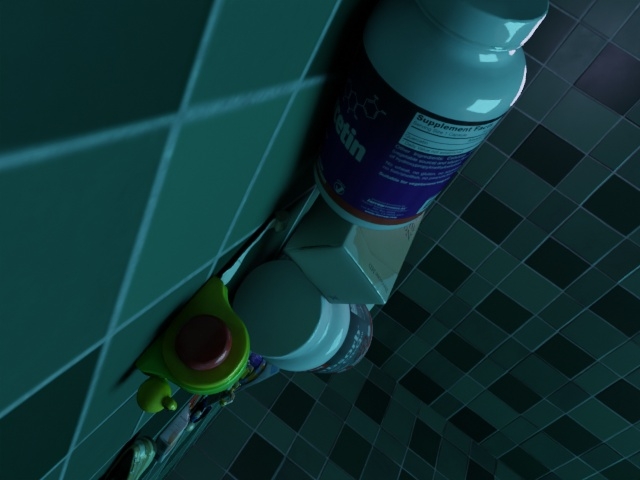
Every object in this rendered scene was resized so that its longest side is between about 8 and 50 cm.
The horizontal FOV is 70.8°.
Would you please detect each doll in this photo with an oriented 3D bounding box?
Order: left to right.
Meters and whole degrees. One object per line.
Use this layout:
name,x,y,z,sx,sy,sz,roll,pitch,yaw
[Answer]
doll,-0.375,0.537,1.462,0.189,0.046,0.129,-53,173,-10

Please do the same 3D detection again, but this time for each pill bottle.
pill bottle,-0.025,0.166,0.935,0.210,0.210,0.363,-53,156,-3
pill bottle,0.112,-0.161,0.543,0.181,0.181,0.323,-50,173,-33

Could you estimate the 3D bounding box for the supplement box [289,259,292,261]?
supplement box,-0.044,0.030,1.153,0.062,0.036,0.098,-49,173,-35

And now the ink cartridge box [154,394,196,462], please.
ink cartridge box,-0.388,0.516,1.261,0.179,0.045,0.145,-43,169,-49

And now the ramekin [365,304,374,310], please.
ramekin,0.046,0.160,1.416,0.303,0.148,0.303,-24,141,-21

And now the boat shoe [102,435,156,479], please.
boat shoe,-0.394,0.466,0.863,0.190,0.068,0.072,-63,162,-2

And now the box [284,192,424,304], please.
box,0.085,-0.054,0.771,0.121,0.148,0.311,-6,-136,42

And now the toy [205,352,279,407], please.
toy,-0.215,0.338,1.205,0.237,0.056,0.137,-32,-156,16

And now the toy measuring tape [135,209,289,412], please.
toy measuring tape,-0.115,0.102,0.626,0.330,0.121,0.121,-51,174,-27

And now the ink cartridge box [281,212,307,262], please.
ink cartridge box,0.000,0.000,1.020,0.104,0.061,0.181,-55,161,14

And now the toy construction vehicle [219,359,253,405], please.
toy construction vehicle,-0.203,0.350,1.097,0.086,0.035,0.098,-53,175,18
